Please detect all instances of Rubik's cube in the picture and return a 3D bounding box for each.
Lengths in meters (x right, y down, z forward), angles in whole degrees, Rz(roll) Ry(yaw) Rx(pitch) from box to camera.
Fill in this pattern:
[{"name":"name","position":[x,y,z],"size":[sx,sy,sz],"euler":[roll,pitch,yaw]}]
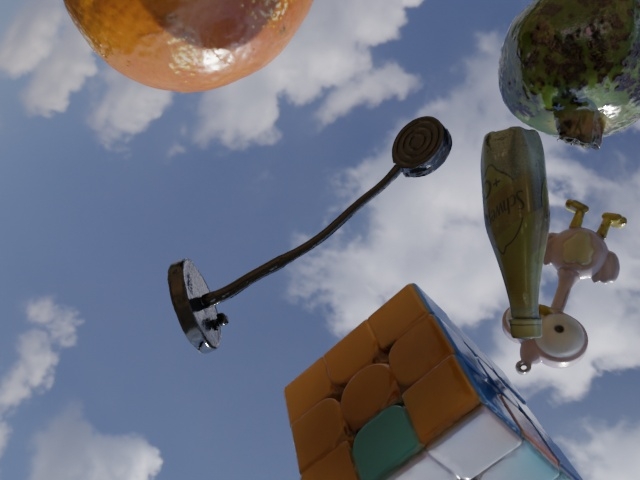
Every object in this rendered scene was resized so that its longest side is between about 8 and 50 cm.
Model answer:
[{"name":"Rubik's cube","position":[0.155,0.298,0.945],"size":[0.291,0.290,0.291],"euler":[-41,-152,11]}]

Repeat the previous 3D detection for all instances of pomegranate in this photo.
[{"name":"pomegranate","position":[0.396,-0.257,0.957],"size":[0.254,0.254,0.270],"euler":[-3,-114,45]}]

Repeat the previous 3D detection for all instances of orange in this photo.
[{"name":"orange","position":[-0.211,-0.449,1.001],"size":[0.424,0.326,0.423],"euler":[-3,-107,10]}]

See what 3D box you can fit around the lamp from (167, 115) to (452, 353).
[{"name":"lamp","position":[-0.024,-0.017,0.691],"size":[0.371,0.108,0.130],"euler":[-35,-137,17]}]

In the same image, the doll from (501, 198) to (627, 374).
[{"name":"doll","position":[0.455,0.095,1.191],"size":[0.160,0.094,0.365],"euler":[23,-111,24]}]

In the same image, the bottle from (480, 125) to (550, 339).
[{"name":"bottle","position":[0.254,-0.009,0.810],"size":[0.083,0.083,0.269],"euler":[-11,-103,42]}]
